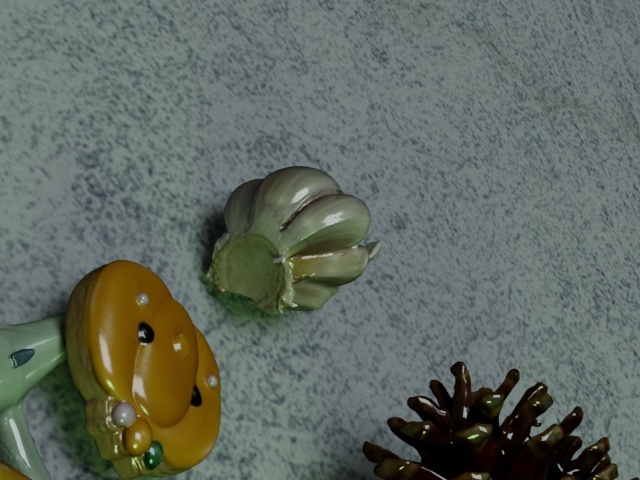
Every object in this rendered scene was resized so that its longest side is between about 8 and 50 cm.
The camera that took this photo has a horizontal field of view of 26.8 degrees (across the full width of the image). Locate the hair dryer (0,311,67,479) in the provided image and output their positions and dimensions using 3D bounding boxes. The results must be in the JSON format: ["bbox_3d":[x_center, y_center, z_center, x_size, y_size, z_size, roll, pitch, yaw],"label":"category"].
[{"bbox_3d":[-0.190,0.134,0.951,0.199,0.067,0.167,61,29,-14],"label":"hair dryer"}]

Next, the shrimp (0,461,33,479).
[{"bbox_3d":[-0.167,0.326,0.802,0.445,0.085,0.272,51,45,-12],"label":"shrimp"}]

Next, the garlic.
[{"bbox_3d":[0.000,0.000,1.194,0.194,0.131,0.127,3,91,-47],"label":"garlic"}]

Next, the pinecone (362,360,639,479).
[{"bbox_3d":[0.138,0.229,1.100,0.264,0.264,0.264,29,45,-33],"label":"pinecone"}]

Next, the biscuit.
[{"bbox_3d":[-0.125,0.099,1.005,0.170,0.050,0.170,47,31,-41],"label":"biscuit"}]
